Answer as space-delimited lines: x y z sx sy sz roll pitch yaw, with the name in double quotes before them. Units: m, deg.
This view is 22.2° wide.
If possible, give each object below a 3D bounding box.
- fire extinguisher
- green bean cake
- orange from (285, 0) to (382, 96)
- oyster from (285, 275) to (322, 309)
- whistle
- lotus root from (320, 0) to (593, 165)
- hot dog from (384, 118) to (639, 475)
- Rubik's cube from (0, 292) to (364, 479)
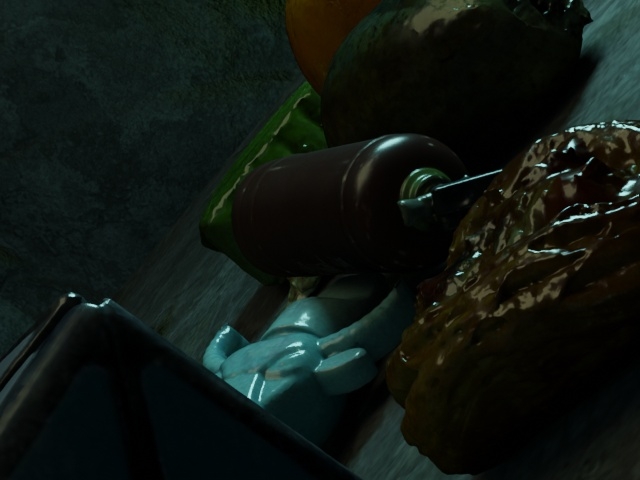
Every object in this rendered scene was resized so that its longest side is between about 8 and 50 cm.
"fire extinguisher" 0.054 -0.030 1.225 0.138 0.102 0.344 -17 5 -25
"green bean cake" -0.030 -0.067 1.827 0.248 0.125 0.222 -51 7 0
"orange" 0.091 -0.245 1.567 0.284 0.226 0.284 -56 11 17
"oyster" 0.003 0.000 1.626 0.165 0.053 0.108 -55 -5 38
"whistle" -0.019 0.104 1.191 0.186 0.093 0.274 -16 22 35
"lotus root" 0.096 -0.133 1.331 0.275 0.152 0.160 -45 20 49
"hot dog" 0.113 0.027 0.813 0.227 0.099 0.160 -43 13 35
"Rubik's cube" -0.094 0.214 0.627 0.255 0.260 0.259 -42 17 54
